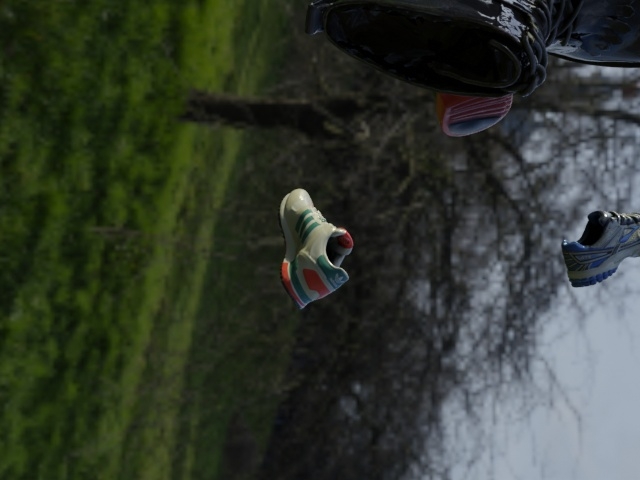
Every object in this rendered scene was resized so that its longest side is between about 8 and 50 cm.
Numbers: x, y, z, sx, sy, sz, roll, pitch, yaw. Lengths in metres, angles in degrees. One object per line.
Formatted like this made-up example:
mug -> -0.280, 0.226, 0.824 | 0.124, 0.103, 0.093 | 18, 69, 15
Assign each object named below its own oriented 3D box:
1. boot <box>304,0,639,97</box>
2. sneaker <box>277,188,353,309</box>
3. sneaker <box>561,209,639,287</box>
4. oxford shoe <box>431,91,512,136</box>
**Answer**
boot -> 0.136, -0.137, 0.794 | 0.229, 0.263, 0.091 | -63, 162, -63
sneaker -> 0.000, 0.000, 1.275 | 0.057, 0.075, 0.161 | 55, 22, -37
sneaker -> 0.297, -0.009, 1.203 | 0.058, 0.135, 0.052 | 61, -16, -12
oxford shoe -> 0.136, -0.199, 1.120 | 0.271, 0.097, 0.098 | 97, -23, -66
